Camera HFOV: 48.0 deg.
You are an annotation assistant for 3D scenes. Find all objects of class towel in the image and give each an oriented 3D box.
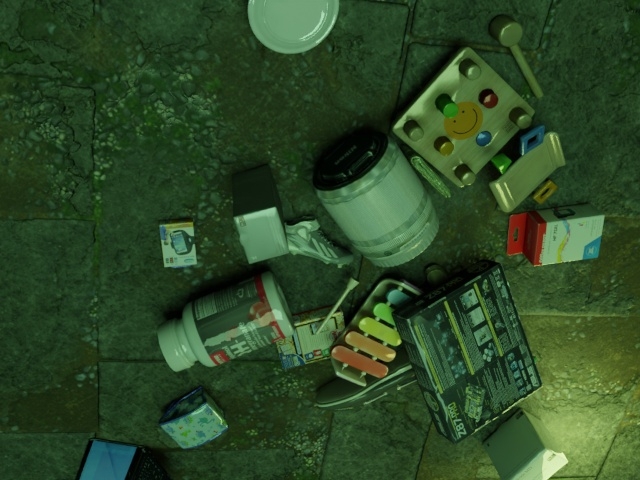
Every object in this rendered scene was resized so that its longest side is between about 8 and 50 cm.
[{"bbox_3d":[0.257,-0.169,1.736,0.148,0.110,0.027,40,103,-24],"label":"towel"}]

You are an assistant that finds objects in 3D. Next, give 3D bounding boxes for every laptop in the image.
[{"bbox_3d":[-0.561,0.715,2.053,0.137,0.264,0.234,-8,130,-51],"label":"laptop"}]

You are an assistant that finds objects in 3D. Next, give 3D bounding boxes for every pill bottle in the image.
[{"bbox_3d":[-0.238,0.212,1.811,0.319,0.176,0.176,-22,121,1],"label":"pill bottle"}]

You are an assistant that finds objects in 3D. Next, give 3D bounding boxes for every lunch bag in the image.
[{"bbox_3d":[-0.354,0.502,1.999,0.151,0.096,0.128,-35,121,-2],"label":"lunch bag"}]

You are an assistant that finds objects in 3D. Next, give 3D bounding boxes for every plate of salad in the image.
[{"bbox_3d":[-0.058,-0.495,1.522,0.200,0.048,0.199,-11,129,-14],"label":"plate of salad"}]

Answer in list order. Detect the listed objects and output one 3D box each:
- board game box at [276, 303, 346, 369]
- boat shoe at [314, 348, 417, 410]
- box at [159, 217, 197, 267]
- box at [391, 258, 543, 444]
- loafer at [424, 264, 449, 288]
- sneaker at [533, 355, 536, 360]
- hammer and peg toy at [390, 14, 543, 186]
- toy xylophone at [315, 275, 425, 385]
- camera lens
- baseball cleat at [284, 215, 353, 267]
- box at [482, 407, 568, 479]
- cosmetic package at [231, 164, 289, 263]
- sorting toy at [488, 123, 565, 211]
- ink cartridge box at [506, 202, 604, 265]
[{"bbox_3d":[-0.025,0.263,1.959,0.194,0.045,0.146,-13,121,-4],"label":"board game box"},{"bbox_3d":[0.151,0.419,2.046,0.335,0.112,0.095,-25,116,-1],"label":"boat shoe"},{"bbox_3d":[-0.348,0.012,1.762,0.081,0.028,0.136,-5,118,-9],"label":"box"},{"bbox_3d":[0.399,0.294,1.918,0.318,0.097,0.394,-29,107,-20],"label":"box"},{"bbox_3d":[0.334,0.124,1.950,0.056,0.050,0.148,-35,120,9],"label":"loafer"},{"bbox_3d":[0.505,0.308,2.075,0.296,0.109,0.123,35,79,-22],"label":"sneaker"},{"bbox_3d":[0.372,-0.316,1.663,0.266,0.127,0.361,36,107,-26],"label":"hammer and peg toy"},{"bbox_3d":[0.128,0.228,1.914,0.236,0.081,0.322,21,104,-32],"label":"toy xylophone"},{"bbox_3d":[0.129,-0.100,1.682,0.219,0.219,0.274,-33,120,8],"label":"camera lens"},{"bbox_3d":[0.000,0.000,1.801,0.206,0.072,0.109,11,110,-21],"label":"baseball cleat"},{"bbox_3d":[0.633,0.659,2.238,0.119,0.182,0.181,33,109,-26],"label":"box"},{"bbox_3d":[-0.139,-0.065,1.637,0.107,0.238,0.127,-16,122,-2],"label":"cosmetic package"},{"bbox_3d":[0.501,-0.171,1.760,0.196,0.047,0.348,-40,148,5],"label":"sorting toy"},{"bbox_3d":[0.623,-0.013,1.915,0.231,0.078,0.134,-8,120,-6],"label":"ink cartridge box"}]
